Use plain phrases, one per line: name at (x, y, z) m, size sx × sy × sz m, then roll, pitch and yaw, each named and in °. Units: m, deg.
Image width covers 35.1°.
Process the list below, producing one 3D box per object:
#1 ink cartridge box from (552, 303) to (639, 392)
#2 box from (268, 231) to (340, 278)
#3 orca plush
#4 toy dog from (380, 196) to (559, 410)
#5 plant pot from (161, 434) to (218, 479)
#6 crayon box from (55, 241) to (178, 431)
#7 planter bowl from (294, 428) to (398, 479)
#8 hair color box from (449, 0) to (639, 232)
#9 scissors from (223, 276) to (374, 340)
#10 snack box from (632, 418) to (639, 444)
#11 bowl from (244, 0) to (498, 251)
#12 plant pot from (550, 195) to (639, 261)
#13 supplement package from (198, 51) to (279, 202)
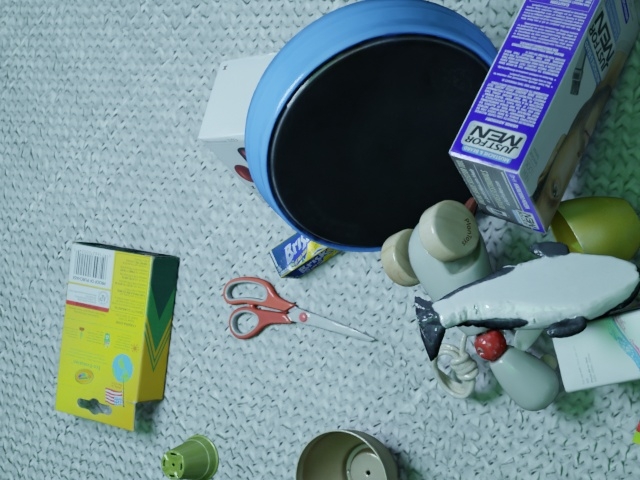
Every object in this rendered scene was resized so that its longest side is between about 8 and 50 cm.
ink cartridge box at (0.433, 0.131, 1.338) m, size 0.213 × 0.154 × 0.093 m, roll -19°, pitch 84°, yaw 29°
box at (0.000, 0.000, 1.652) m, size 0.169 × 0.059 × 0.054 m, roll -34°, pitch 70°, yaw 25°
orca plush at (0.273, 0.101, 1.320) m, size 0.287 × 0.102 × 0.151 m, roll -23°, pitch 48°, yaw -5°
toy dog at (0.237, 0.069, 1.448) m, size 0.220 × 0.161 × 0.333 m, roll 3°, pitch 126°, yaw 51°
plant pot at (-0.235, 0.387, 1.767) m, size 0.083 × 0.079 × 0.083 m, roll 0°, pitch 89°, yaw 30°
crayon box at (-0.378, 0.172, 1.856) m, size 0.202 × 0.081 × 0.318 m, roll 9°, pitch 92°, yaw 30°
planter bowl at (0.056, 0.370, 1.580) m, size 0.162 × 0.109 × 0.162 m, roll -1°, pitch 87°, yaw 30°
hair color box at (0.306, -0.203, 1.342) m, size 0.110 × 0.185 × 0.338 m, roll 22°, pitch 77°, yaw 30°
scissors at (-0.042, 0.115, 1.695) m, size 0.297 × 0.021 × 0.108 m, roll -1°, pitch 86°, yaw 32°
snack box at (0.506, 0.253, 1.361) m, size 0.141 × 0.037 × 0.100 m, roll 22°, pitch 101°, yaw 29°
bowl at (0.090, -0.146, 1.423) m, size 0.391 × 0.391 × 0.077 m, roll -48°, pitch 36°, yaw 20°
plant pot at (0.388, -0.008, 1.399) m, size 0.095 × 0.134 × 0.134 m, roll -24°, pitch 75°, yaw 0°
supplement package at (-0.044, -0.173, 1.577) m, size 0.194 × 0.203 × 0.149 m, roll -3°, pitch 61°, yaw 30°
